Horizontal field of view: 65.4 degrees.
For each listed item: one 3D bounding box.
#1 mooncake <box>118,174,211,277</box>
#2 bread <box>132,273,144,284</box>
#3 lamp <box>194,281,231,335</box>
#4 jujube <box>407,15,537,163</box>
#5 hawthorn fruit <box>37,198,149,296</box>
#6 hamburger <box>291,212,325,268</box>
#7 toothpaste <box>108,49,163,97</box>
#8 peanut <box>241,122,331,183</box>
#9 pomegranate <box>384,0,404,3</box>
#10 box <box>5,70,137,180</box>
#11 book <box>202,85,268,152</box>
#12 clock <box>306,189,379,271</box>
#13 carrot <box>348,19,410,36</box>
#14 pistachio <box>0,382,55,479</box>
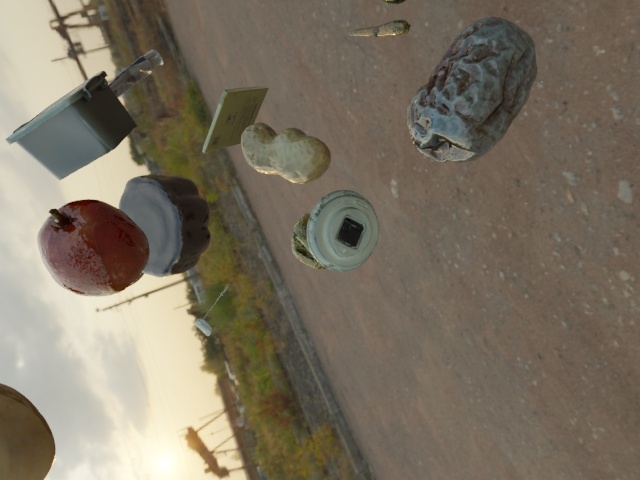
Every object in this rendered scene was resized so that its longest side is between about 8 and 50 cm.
[{"bbox_3d":[-0.453,-0.048,1.454,0.306,0.154,0.306,7,106,28],"label":"mooncake"},{"bbox_3d":[-0.638,0.111,1.597,0.083,0.157,0.094,29,118,27],"label":"bread"},{"bbox_3d":[-0.306,0.199,1.495,0.056,0.198,0.050,35,130,-4],"label":"lamp"},{"bbox_3d":[0.324,-0.314,1.064,0.226,0.317,0.226,29,172,5],"label":"jujube"},{"bbox_3d":[-0.458,0.004,0.973,0.196,0.197,0.225,61,176,35],"label":"hawthorn fruit"},{"bbox_3d":[0.000,0.000,1.836,0.215,0.189,0.122,35,134,0],"label":"hamburger"},{"bbox_3d":[-0.632,-0.534,1.645,0.061,0.266,0.096,42,156,-6],"label":"toothpaste"},{"bbox_3d":[-0.078,-0.174,0.980,0.228,0.104,0.086,19,178,34],"label":"peanut"},{"bbox_3d":[0.222,-0.790,1.505,0.122,0.122,0.161,98,161,-61],"label":"pomegranate"},{"bbox_3d":[-0.531,-0.242,1.086,0.135,0.243,0.163,55,-152,-30],"label":"box"},{"bbox_3d":[-0.212,-0.308,1.261,0.013,0.192,0.168,35,119,12],"label":"book"},{"bbox_3d":[0.076,-0.026,1.405,0.053,0.237,0.236,8,117,61],"label":"clock"},{"bbox_3d":[0.183,-0.679,1.611,0.254,0.049,0.049,16,127,45],"label":"carrot"},{"bbox_3d":[-0.835,0.521,1.281,0.321,0.238,0.229,57,164,-9],"label":"pistachio"}]
